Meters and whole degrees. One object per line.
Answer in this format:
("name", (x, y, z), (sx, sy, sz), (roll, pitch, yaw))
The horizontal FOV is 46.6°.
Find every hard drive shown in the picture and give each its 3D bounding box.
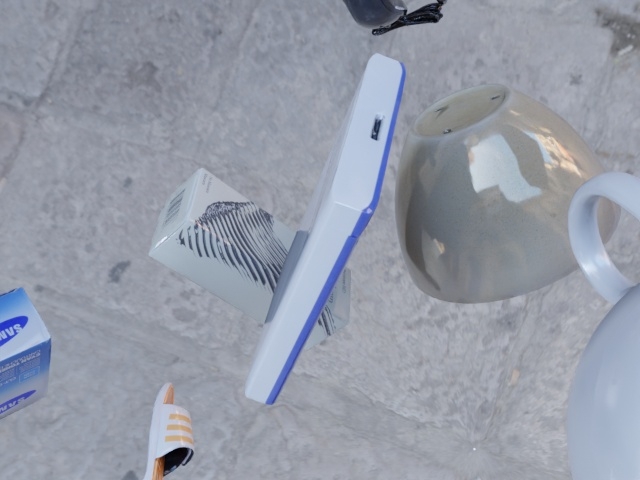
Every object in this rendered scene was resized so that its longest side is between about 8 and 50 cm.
("hard drive", (0.000, 0.000, 0.748), (0.040, 0.318, 0.210), (20, 47, -4))

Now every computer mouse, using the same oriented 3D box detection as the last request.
("computer mouse", (0.159, -0.456, 1.483), (0.184, 0.262, 0.060), (-12, 86, 18))

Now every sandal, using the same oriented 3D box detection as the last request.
("sandal", (-0.255, 0.377, 1.273), (0.076, 0.102, 0.265), (3, 57, -1))

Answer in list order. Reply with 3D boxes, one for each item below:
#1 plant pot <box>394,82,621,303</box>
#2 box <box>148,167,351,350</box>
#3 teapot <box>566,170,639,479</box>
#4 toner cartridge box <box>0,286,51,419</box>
("plant pot", (0.207, -0.083, 0.942), (0.284, 0.191, 0.284), (-23, 26, 12))
("box", (-0.087, 0.031, 1.008), (0.094, 0.275, 0.113), (-37, 33, 33))
("teapot", (0.252, 0.114, 0.463), (0.253, 0.187, 0.255), (21, 84, -7))
("toner cartridge box", (-0.456, 0.181, 0.757), (0.348, 0.165, 0.075), (-26, 70, -34))
